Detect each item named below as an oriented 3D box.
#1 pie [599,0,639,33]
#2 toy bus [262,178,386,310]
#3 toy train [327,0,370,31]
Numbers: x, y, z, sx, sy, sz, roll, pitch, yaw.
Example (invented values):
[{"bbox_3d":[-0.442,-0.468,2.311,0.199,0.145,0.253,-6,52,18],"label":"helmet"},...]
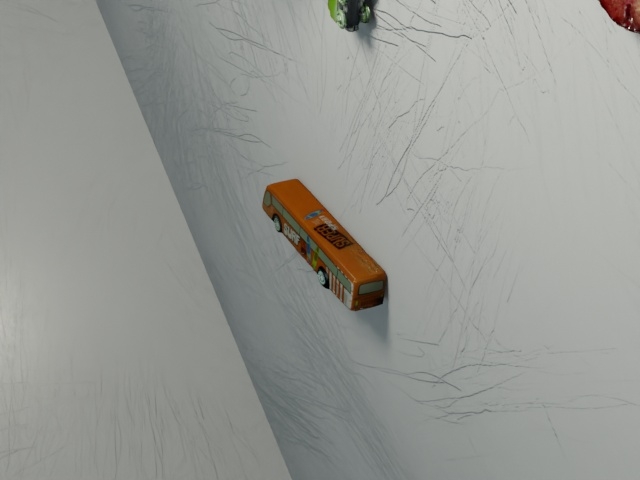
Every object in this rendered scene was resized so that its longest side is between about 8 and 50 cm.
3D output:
[{"bbox_3d":[0.318,-0.281,0.889,0.154,0.036,0.154,52,153,39],"label":"pie"},{"bbox_3d":[0.000,0.000,1.883,0.409,0.093,0.092,48,143,43],"label":"toy bus"},{"bbox_3d":[0.047,-0.428,1.402,0.202,0.060,0.081,93,155,-43],"label":"toy train"}]
